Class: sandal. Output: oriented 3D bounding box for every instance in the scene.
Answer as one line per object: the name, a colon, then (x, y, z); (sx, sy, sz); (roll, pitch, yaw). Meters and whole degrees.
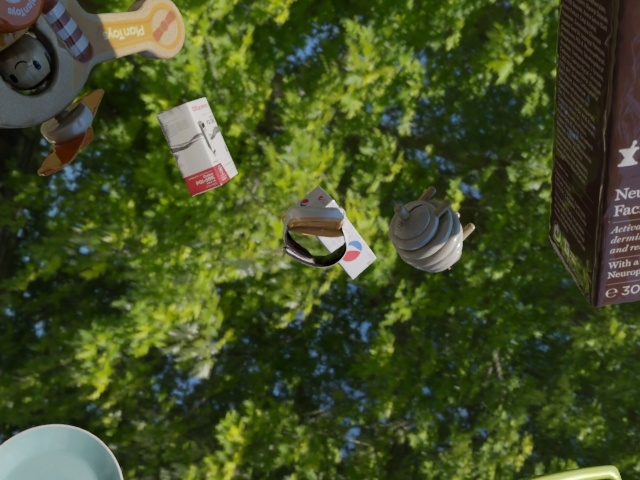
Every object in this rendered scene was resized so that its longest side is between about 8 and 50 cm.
sandal: (-0.011, -0.001, 1.093); (0.265, 0.102, 0.076); (52, 41, -85)

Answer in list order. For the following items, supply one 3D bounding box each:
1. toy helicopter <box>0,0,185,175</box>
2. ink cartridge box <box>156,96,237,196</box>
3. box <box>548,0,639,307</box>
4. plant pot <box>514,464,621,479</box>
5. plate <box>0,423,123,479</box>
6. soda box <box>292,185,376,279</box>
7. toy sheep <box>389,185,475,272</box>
toy helicopter: (-0.285, -0.218, 0.924); (0.140, 0.355, 0.234); (-2, -72, 35)
ink cartridge box: (-0.190, -0.148, 1.207); (0.056, 0.135, 0.099); (-19, -168, 14)
box: (0.314, -0.139, 0.667); (0.143, 0.191, 0.381); (-98, 179, -59)
plant pot: (0.281, 0.440, 1.063); (0.207, 0.227, 0.228); (-33, -118, 54)
plate: (-0.343, 0.328, 0.981); (0.024, 0.188, 0.188); (108, -12, -64)
soda box: (0.033, -0.014, 1.635); (0.074, 0.216, 0.069); (-41, -136, -2)
toy sheep: (0.125, -0.010, 0.911); (0.091, 0.132, 0.091); (-27, -136, 29)
